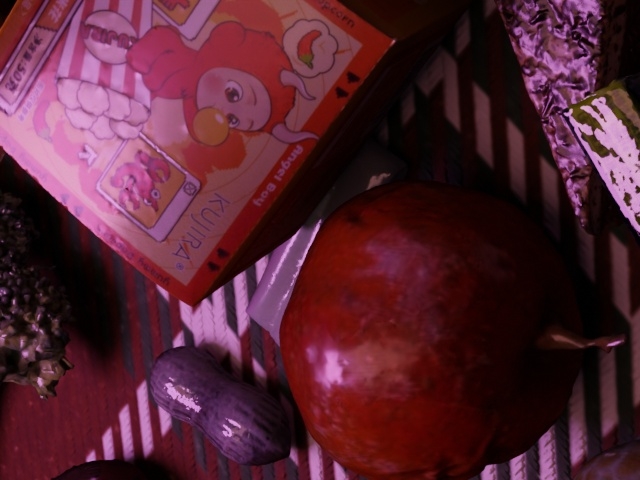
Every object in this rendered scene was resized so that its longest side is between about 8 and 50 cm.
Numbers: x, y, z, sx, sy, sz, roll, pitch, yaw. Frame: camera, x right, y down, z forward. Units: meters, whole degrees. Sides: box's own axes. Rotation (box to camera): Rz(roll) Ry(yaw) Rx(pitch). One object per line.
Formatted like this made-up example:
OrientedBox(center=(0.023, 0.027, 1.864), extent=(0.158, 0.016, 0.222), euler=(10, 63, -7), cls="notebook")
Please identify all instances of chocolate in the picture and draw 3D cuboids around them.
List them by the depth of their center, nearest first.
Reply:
OrientedBox(center=(-0.095, 0.157, 1.462), extent=(0.167, 0.072, 0.072), euler=(33, 121, 30), cls="chocolate")

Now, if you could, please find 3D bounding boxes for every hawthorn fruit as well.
OrientedBox(center=(0.113, 0.070, 1.180), extent=(0.271, 0.242, 0.242), euler=(-8, 97, 36), cls="hawthorn fruit")

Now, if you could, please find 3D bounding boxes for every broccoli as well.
OrientedBox(center=(-0.452, 0.089, 1.666), extent=(0.353, 0.274, 0.397), euler=(66, 153, 26), cls="broccoli")

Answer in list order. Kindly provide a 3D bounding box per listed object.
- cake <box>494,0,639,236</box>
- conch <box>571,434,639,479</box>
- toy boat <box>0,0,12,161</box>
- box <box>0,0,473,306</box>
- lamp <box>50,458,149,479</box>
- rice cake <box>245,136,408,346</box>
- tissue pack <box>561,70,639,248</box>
OrientedBox(center=(0.180, -0.139, 1.138), extent=(0.135, 0.112, 0.246), euler=(17, 116, 37), cls="cake")
OrientedBox(center=(0.246, 0.215, 1.191), extent=(0.173, 0.106, 0.116), euler=(-33, 101, 25), cls="conch")
OrientedBox(center=(-0.353, -0.213, 1.546), extent=(0.099, 0.108, 0.293), euler=(-23, 93, 8), cls="toy boat")
OrientedBox(center=(-0.082, -0.149, 1.202), extent=(0.259, 0.214, 0.283), euler=(40, 118, 4), cls="box")
OrientedBox(center=(-0.228, 0.300, 1.562), extent=(0.156, 0.157, 0.135), euler=(-24, 106, 26), cls="lamp")
OrientedBox(center=(0.000, 0.001, 1.362), extent=(0.080, 0.042, 0.222), euler=(37, 122, 19), cls="rice cake")
OrientedBox(center=(0.285, -0.017, 1.046), extent=(0.073, 0.173, 0.235), euler=(-37, 80, 45), cls="tissue pack")
